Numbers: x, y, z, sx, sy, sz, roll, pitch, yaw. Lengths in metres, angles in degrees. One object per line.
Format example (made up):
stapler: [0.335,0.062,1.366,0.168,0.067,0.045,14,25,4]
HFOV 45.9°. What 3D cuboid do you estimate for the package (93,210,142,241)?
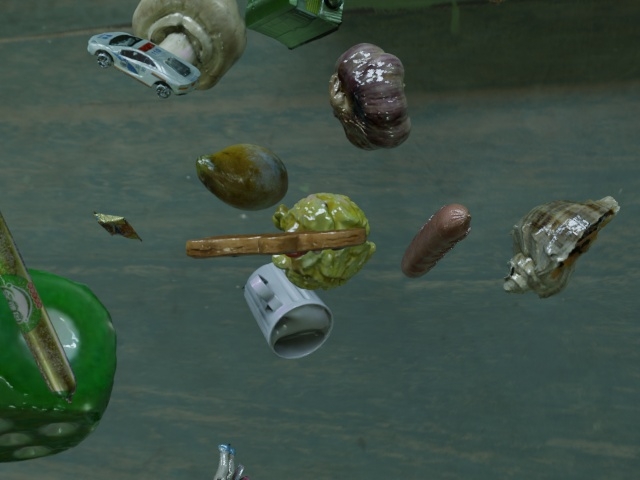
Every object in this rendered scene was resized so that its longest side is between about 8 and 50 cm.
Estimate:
package: [-0.571,-0.039,2.129,0.121,0.108,0.031,11,62,25]

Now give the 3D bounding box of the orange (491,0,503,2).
orange: [0.404,-0.583,1.706,0.086,0.062,0.086,-1,86,19]

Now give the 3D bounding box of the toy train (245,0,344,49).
toy train: [-0.021,-0.188,0.617,0.093,0.056,0.038,0,79,58]

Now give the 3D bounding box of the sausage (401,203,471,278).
sausage: [0.260,0.004,1.738,0.088,0.433,0.087,3,71,-9]

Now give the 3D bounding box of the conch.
conch: [0.485,-0.005,1.595,0.159,0.210,0.291,38,87,29]

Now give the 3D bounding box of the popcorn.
popcorn: [0.001,0.000,1.398,0.188,0.167,0.185,-21,85,8]

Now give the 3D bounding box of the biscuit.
biscuit: [-0.059,0.007,1.057,0.250,0.165,0.036,-3,94,13]

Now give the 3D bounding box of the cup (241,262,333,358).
cup: [-0.087,0.144,1.831,0.167,0.221,0.202,-19,40,-18]

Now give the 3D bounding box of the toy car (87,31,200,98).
toy car: [-0.310,-0.315,1.325,0.205,0.095,0.056,28,126,2]

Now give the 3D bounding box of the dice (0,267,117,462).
dice: [-0.579,0.242,1.436,0.300,0.287,0.297,-38,48,34]

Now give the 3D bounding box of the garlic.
garlic: [0.094,-0.299,1.620,0.161,0.245,0.244,-19,78,-17]

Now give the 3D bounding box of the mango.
mango: [-0.206,-0.173,2.025,0.146,0.316,0.192,-35,71,28]

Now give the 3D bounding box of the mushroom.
mushroom: [-0.288,-0.423,1.591,0.254,0.234,0.260,15,133,16]

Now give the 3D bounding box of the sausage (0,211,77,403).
sausage: [-0.315,0.055,0.794,0.033,0.033,0.269,-16,103,16]

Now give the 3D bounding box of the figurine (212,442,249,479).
figurine: [-0.220,0.597,1.732,0.103,0.205,0.260,2,62,2]
